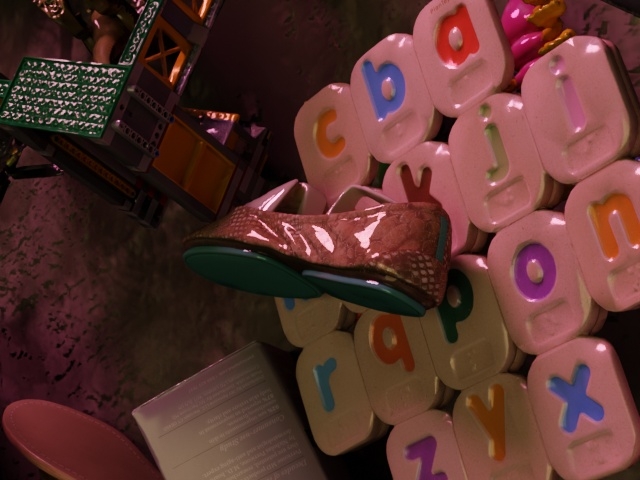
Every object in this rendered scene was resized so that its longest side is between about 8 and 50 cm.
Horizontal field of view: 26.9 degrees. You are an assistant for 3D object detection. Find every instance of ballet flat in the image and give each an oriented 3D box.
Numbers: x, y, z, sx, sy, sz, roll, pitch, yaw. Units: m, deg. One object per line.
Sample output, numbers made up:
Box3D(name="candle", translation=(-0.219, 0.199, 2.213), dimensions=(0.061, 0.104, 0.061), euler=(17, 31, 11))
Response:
Box3D(name="ballet flat", translation=(0.000, 0.000, 0.777), dimensions=(0.206, 0.073, 0.067), euler=(8, 68, 45))

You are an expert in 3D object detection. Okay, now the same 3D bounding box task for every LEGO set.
Box3D(name="LEGO set", translation=(-0.141, -0.125, 0.935), dimensions=(0.331, 0.192, 0.255), euler=(1, 67, 32))

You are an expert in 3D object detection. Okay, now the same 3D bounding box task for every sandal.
Box3D(name="sandal", translation=(-0.153, 0.203, 1.004), dimensions=(0.240, 0.088, 0.079), euler=(21, 109, 26))

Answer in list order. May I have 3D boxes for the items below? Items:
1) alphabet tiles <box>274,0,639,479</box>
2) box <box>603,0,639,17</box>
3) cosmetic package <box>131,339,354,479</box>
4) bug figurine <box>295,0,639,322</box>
Box3D(name="alphabet tiles", translation=(0.074, 0.014, 0.746), dimensions=(0.284, 0.021, 0.278), euler=(-35, 65, 43))
Box3D(name="box", translation=(0.284, -0.123, 0.601), dimensions=(0.270, 0.165, 0.143), euler=(33, 113, 29))
Box3D(name="cosmetic package", translation=(-0.017, 0.194, 0.864), dimensions=(0.107, 0.127, 0.238), euler=(-31, 79, 2))
Box3D(name="bug figurine", translation=(0.101, -0.029, 0.802), dimensions=(0.279, 0.072, 0.216), euler=(-25, 75, 40))
